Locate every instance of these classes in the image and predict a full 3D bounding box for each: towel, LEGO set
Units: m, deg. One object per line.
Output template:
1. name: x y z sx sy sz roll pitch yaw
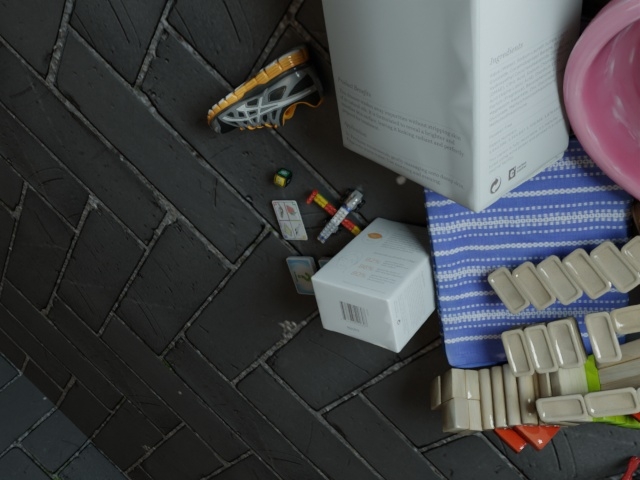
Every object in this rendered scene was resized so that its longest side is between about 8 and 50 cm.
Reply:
1. towel: 0.260 0.029 0.790 0.243 0.040 0.336 -4 122 16
2. LEGO set: 0.000 0.000 1.004 0.182 0.060 0.244 2 122 32

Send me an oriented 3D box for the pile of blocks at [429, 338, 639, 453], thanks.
1. pile of blocks: 0.317 0.225 0.838 0.362 0.113 0.149 -18 146 36

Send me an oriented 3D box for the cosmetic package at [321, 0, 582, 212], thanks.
1. cosmetic package: 0.115 -0.247 0.586 0.217 0.156 0.385 35 146 40

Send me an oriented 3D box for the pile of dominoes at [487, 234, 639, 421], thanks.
1. pile of dominoes: 0.336 0.099 0.726 0.251 0.040 0.196 -19 84 35

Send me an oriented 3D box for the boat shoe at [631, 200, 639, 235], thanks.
1. boat shoe: 0.402 0.027 0.718 0.060 0.064 0.178 -5 112 45

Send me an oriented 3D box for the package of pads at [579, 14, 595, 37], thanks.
1. package of pads: 0.272 -0.206 0.654 0.083 0.032 0.050 18 134 26

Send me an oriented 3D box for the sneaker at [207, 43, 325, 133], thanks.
1. sneaker: -0.083 -0.194 0.898 0.214 0.084 0.083 -20 113 43

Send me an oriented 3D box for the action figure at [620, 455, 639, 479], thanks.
1. action figure: 0.494 0.342 0.882 0.091 0.139 0.280 43 115 6

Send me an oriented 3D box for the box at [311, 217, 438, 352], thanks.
1. box: 0.094 0.056 0.881 0.130 0.170 0.091 13 129 38

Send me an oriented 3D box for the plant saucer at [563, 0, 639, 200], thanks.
1. plant saucer: 0.372 -0.107 0.511 0.332 0.084 0.332 32 166 9
